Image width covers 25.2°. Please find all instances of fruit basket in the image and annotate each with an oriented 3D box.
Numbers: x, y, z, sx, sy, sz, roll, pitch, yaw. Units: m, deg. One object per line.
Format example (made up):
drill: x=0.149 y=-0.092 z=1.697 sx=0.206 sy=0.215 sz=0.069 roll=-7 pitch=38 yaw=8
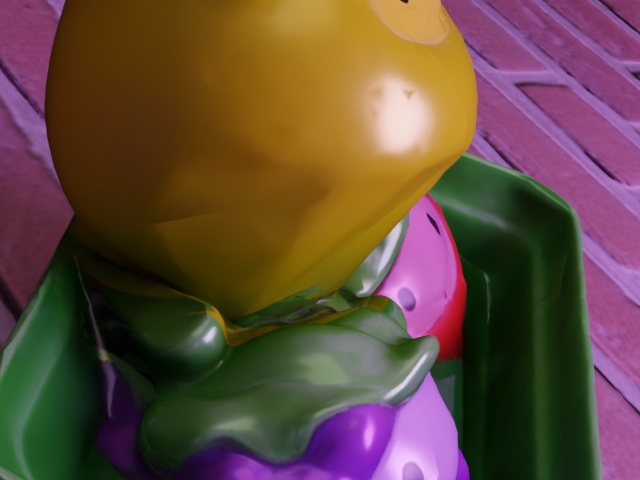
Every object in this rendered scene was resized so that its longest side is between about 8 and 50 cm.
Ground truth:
fruit basket: x=0.000 y=0.000 z=0.619 sx=0.283 sy=0.392 sz=0.392 roll=20 pitch=30 yaw=-5
